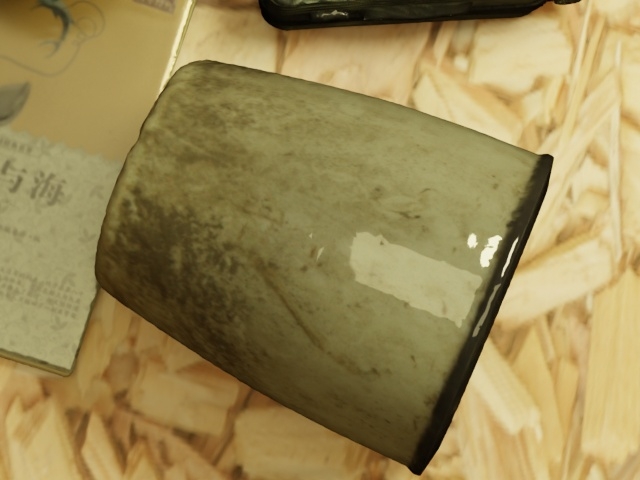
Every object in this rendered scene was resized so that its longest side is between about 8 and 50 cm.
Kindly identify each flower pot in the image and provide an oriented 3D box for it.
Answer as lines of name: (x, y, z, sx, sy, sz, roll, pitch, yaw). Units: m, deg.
flower pot: (0.000, 0.000, 1.522, 0.330, 0.293, 0.294, 25, 82, 6)

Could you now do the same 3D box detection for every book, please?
book: (-0.292, -0.097, 1.629, 0.269, 0.032, 0.389, 17, 83, -3)

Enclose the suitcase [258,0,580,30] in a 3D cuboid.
suitcase: (0.086, -0.297, 1.629, 0.312, 0.128, 0.202, -4, 84, -5)
